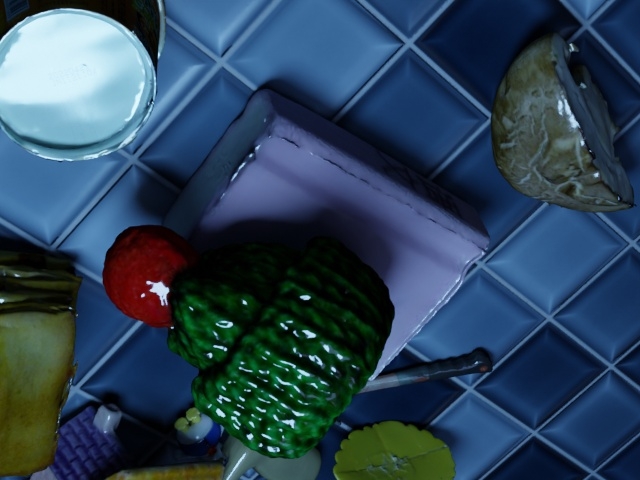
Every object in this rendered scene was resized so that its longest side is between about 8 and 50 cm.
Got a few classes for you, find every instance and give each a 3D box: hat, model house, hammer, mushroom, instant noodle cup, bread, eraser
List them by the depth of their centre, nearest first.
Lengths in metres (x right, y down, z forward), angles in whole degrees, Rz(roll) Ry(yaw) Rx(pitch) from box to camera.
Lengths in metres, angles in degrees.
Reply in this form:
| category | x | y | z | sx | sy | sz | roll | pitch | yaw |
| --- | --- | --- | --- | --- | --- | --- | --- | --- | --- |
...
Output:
| category | x | y | z | sx | sy | sz | roll | pitch | yaw |
| --- | --- | --- | --- | --- | --- | --- | --- | --- | --- |
| instant noodle cup | -0.270 | -0.202 | 1.184 | 0.230 | 0.182 | 0.230 | -7 | 124 | -11 |
| hat | -0.090 | 0.076 | 1.265 | 0.332 | 0.274 | 0.242 | 34 | 102 | 0 |
| bread | -0.418 | 0.158 | 1.303 | 0.324 | 0.167 | 0.277 | -4 | 108 | -47 |
| mushroom | 0.296 | -0.132 | 1.427 | 0.151 | 0.156 | 0.285 | -14 | 130 | 30 |
| eraser | 0.000 | 0.000 | 1.428 | 0.359 | 0.122 | 0.272 | 27 | 114 | -27 |
| model house | -0.269 | 0.364 | 1.527 | 0.202 | 0.237 | 0.237 | 9 | 118 | -46 |
| hammer | 0.119 | 0.206 | 1.644 | 0.288 | 0.033 | 0.111 | -11 | 124 | -8 |

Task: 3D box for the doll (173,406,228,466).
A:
| category | x | y | z | sx | sy | sz | roll | pitch | yaw |
| --- | --- | --- | --- | --- | --- | --- | --- | --- | --- |
| doll | -0.169 | 0.300 | 1.618 | 0.099 | 0.057 | 0.143 | -37 | 132 | -14 |

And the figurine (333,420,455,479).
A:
| category | x | y | z | sx | sy | sz | roll | pitch | yaw |
| --- | --- | --- | --- | --- | --- | --- | --- | --- | --- |
| figurine | 0.082 | 0.451 | 1.744 | 0.187 | 0.168 | 0.315 | -33 | 149 | -42 |

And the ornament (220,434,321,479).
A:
| category | x | y | z | sx | sy | sz | roll | pitch | yaw |
| --- | --- | --- | --- | --- | --- | --- | --- | --- | --- |
| ornament | -0.082 | 0.303 | 1.618 | 0.245 | 0.061 | 0.230 | -54 | 131 | -8 |
